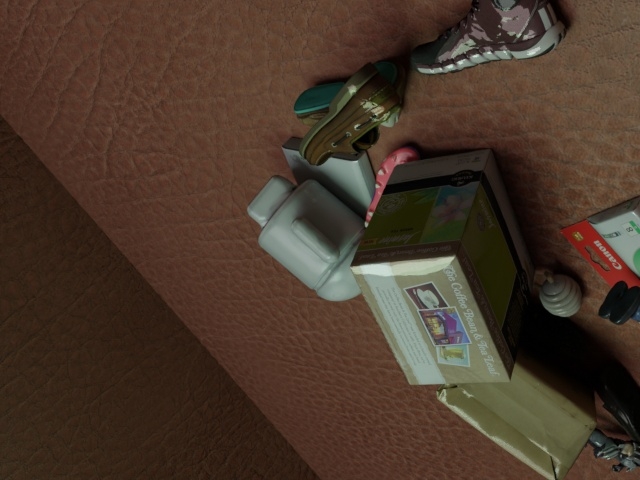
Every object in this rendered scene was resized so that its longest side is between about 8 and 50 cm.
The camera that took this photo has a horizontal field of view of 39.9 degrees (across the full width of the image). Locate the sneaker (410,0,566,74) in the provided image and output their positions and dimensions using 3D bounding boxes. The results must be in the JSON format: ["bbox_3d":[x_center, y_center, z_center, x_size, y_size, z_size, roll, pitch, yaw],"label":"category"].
[{"bbox_3d":[0.253,-0.374,1.446,0.282,0.106,0.162,-3,123,39],"label":"sneaker"}]

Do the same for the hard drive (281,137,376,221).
[{"bbox_3d":[0.058,-0.078,2.105,0.233,0.047,0.353,15,140,39],"label":"hard drive"}]

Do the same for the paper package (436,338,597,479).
[{"bbox_3d":[0.433,0.337,1.915,0.310,0.168,0.325,36,-170,11],"label":"paper package"}]

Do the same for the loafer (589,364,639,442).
[{"bbox_3d":[0.666,0.357,1.932,0.220,0.080,0.078,55,159,-12],"label":"loafer"}]

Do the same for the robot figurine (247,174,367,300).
[{"bbox_3d":[0.000,0.000,2.025,0.353,0.199,0.300,40,-173,2],"label":"robot figurine"}]

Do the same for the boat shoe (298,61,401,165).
[{"bbox_3d":[0.051,-0.204,1.653,0.104,0.111,0.307,46,153,2],"label":"boat shoe"}]

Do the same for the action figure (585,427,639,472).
[{"bbox_3d":[0.665,0.476,2.044,0.285,0.099,0.185,24,163,43],"label":"action figure"}]

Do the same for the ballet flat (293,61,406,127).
[{"bbox_3d":[0.083,-0.271,1.774,0.124,0.116,0.342,35,156,-29],"label":"ballet flat"}]

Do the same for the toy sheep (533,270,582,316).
[{"bbox_3d":[0.487,0.108,1.799,0.091,0.091,0.132,5,153,47],"label":"toy sheep"}]

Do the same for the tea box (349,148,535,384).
[{"bbox_3d":[0.253,0.056,1.723,0.220,0.323,0.329,-8,126,29],"label":"tea box"}]

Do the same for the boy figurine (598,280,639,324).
[{"bbox_3d":[0.660,0.177,1.643,0.285,0.092,0.177,32,-178,-13],"label":"boy figurine"}]

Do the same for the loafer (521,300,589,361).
[{"bbox_3d":[0.484,0.194,1.931,0.223,0.076,0.078,34,155,24],"label":"loafer"}]

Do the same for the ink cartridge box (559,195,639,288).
[{"bbox_3d":[0.564,0.027,1.633,0.181,0.056,0.225,47,149,-7],"label":"ink cartridge box"}]

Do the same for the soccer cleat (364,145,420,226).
[{"bbox_3d":[0.163,-0.117,1.909,0.083,0.095,0.248,31,134,13],"label":"soccer cleat"}]
